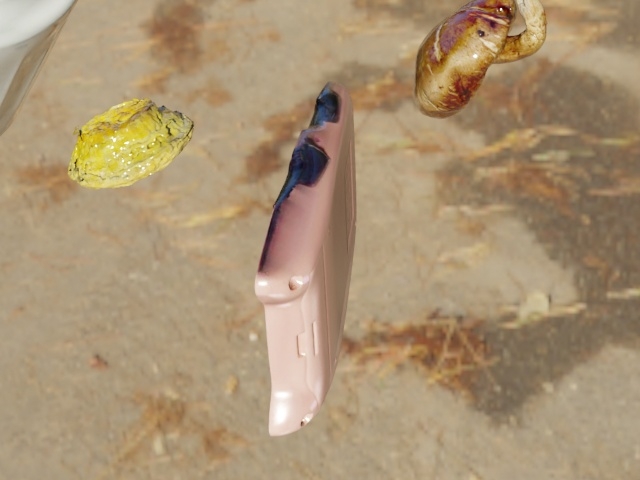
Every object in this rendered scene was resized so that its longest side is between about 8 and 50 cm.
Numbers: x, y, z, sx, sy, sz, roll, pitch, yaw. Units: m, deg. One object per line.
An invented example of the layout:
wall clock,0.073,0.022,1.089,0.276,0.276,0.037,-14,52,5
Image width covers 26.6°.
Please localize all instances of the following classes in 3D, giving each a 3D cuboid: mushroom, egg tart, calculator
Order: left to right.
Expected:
egg tart,-0.178,-0.090,1.231,0.130,0.052,0.130,-17,27,9
calculator,0.000,0.000,1.182,0.048,0.220,0.329,2,37,9
mushroom,0.146,-0.185,1.285,0.171,0.080,0.135,-36,21,43

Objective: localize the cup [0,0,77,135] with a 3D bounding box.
cup,-0.371,-0.206,1.164,0.323,0.236,0.327,-33,-1,-27
